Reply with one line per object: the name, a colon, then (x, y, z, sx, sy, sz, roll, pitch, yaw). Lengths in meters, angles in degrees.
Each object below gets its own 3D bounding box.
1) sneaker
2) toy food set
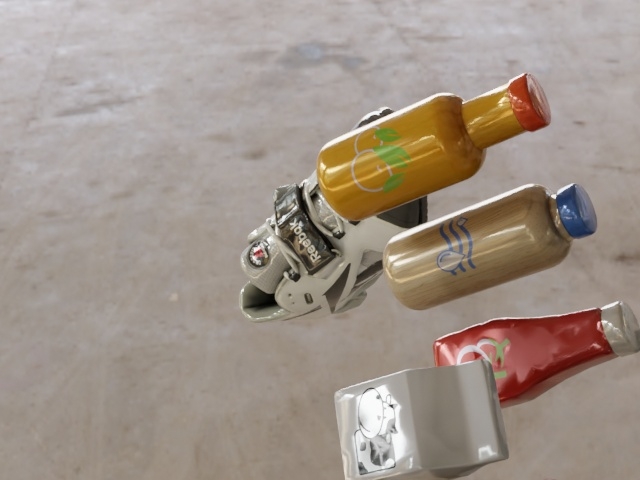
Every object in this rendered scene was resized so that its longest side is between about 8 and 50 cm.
sneaker: (0.000, 0.000, 1.025, 0.146, 0.330, 0.122, -17, 63, -27)
toy food set: (0.079, 0.054, 0.433, 0.104, 0.232, 0.111, -22, -27, 31)
